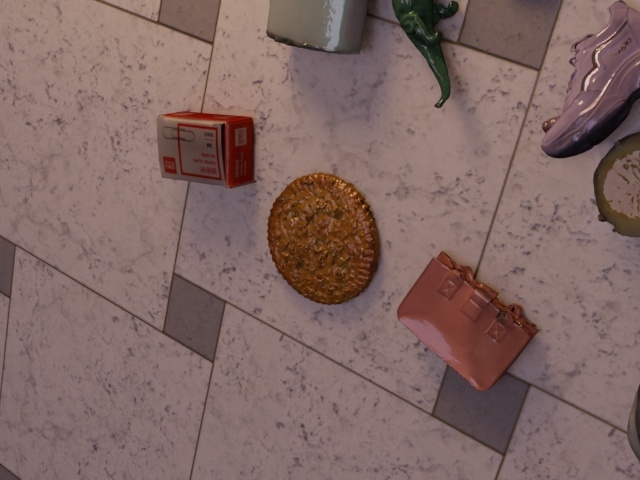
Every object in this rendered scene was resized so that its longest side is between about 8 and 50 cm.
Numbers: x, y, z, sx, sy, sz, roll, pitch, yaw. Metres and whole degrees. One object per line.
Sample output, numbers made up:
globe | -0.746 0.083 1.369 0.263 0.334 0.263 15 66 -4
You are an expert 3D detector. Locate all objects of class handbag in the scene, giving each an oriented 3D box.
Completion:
handbag | 0.248 0.137 1.588 0.212 0.059 0.157 41 123 18

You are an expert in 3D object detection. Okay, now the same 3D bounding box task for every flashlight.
flashlight | 0.393 -0.183 1.423 0.110 0.031 0.052 -10 72 40

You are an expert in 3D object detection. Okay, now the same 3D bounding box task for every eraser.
eraser | 0.005 -0.470 1.572 0.189 0.104 0.290 27 117 40

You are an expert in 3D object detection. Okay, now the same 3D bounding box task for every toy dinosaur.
toy dinosaur | 0.174 -0.369 1.500 0.120 0.079 0.292 -34 79 41

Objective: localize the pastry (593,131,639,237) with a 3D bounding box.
pastry | 0.475 -0.081 1.356 0.166 0.088 0.166 10 109 32

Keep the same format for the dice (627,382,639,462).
dice | 0.603 0.177 1.175 0.328 0.348 0.330 24 116 26

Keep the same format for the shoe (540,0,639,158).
shoe | 0.399 -0.232 1.348 0.245 0.095 0.137 -43 66 14

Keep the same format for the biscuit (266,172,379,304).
biscuit | 0.000 0.000 1.740 0.254 0.035 0.254 10 108 33

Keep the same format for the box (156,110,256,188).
box | -0.223 -0.179 1.809 0.182 0.099 0.133 12 110 33
